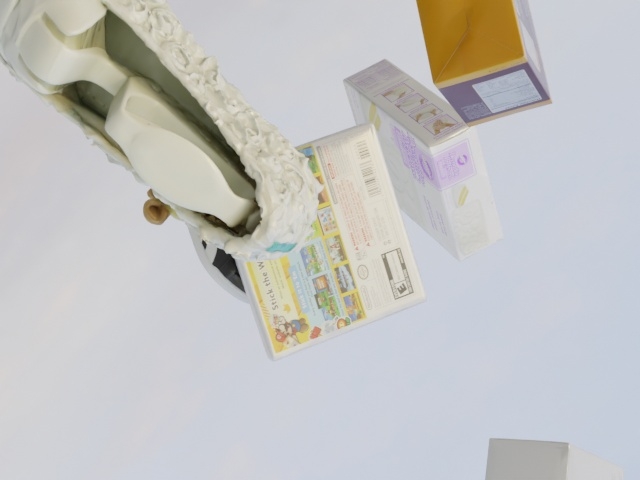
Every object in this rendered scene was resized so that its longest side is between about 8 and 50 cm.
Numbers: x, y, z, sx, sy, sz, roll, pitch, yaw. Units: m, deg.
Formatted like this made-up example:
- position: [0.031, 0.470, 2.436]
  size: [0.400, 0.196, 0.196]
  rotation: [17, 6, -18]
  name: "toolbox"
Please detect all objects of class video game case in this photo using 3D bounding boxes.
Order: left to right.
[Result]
- position: [0.000, 0.000, 1.603]
  size: [0.206, 0.227, 0.026]
  rotation: [-20, -170, -16]
  name: "video game case"

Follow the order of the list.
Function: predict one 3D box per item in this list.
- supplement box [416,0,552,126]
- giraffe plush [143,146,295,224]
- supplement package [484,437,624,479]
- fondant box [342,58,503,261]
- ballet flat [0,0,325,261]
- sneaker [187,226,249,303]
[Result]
- position: [0.226, -0.290, 1.925]
  size: [0.129, 0.194, 0.191]
  rotation: [-15, -109, 17]
  name: "supplement box"
- position: [-0.130, -0.058, 1.802]
  size: [0.210, 0.170, 0.181]
  rotation: [-50, -168, 27]
  name: "giraffe plush"
- position: [0.276, 0.301, 1.618]
  size: [0.105, 0.179, 0.105]
  rotation: [-1, -107, 32]
  name: "supplement package"
- position: [0.173, -0.144, 2.365]
  size: [0.096, 0.238, 0.330]
  rotation: [-27, -146, -13]
  name: "fondant box"
- position: [-0.164, -0.133, 1.153]
  size: [0.147, 0.409, 0.147]
  rotation: [-49, 179, -1]
  name: "ballet flat"
- position: [-0.101, -0.035, 1.631]
  size: [0.121, 0.217, 0.079]
  rotation: [-36, 176, 41]
  name: "sneaker"
